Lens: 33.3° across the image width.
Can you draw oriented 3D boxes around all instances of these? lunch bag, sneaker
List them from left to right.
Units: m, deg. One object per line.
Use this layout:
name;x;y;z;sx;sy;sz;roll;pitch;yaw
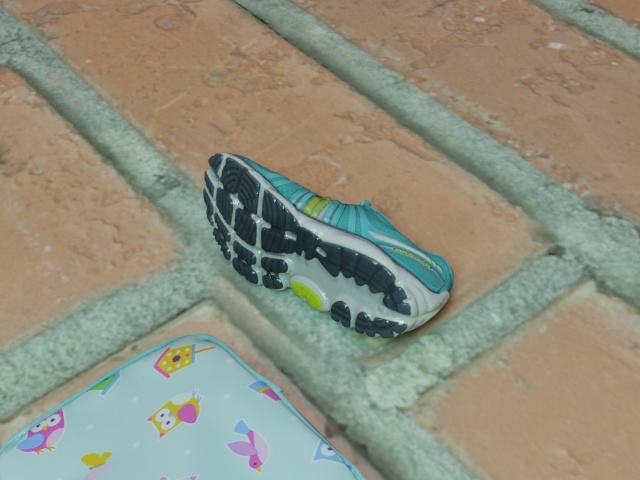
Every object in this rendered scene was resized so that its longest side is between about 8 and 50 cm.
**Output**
lunch bag;-0.102;0.199;0.764;0.224;0.108;0.279;-35;39;-18
sneaker;0.000;0.000;1.007;0.275;0.107;0.110;32;36;25
